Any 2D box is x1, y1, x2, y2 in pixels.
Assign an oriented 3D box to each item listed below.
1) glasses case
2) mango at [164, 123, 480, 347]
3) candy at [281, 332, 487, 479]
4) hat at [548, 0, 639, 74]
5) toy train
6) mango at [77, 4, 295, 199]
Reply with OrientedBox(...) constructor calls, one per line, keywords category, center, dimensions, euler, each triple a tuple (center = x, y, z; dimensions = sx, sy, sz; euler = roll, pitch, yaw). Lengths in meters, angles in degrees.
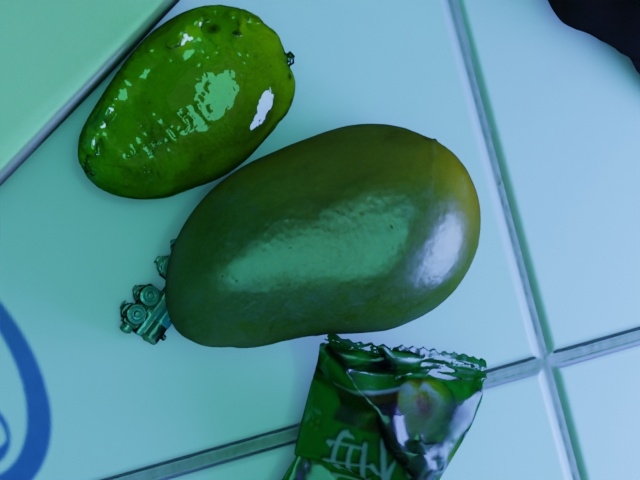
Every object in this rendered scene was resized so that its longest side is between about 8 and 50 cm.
OrientedBox(category="glasses case", center=(-0.238, -0.141, 1.384), dimensions=(0.144, 0.076, 0.336), euler=(45, 82, -5))
OrientedBox(category="mango", center=(0.000, 0.000, 1.403), dimensions=(0.251, 0.114, 0.156), euler=(-16, 92, -8))
OrientedBox(category="candy", center=(0.040, 0.169, 1.426), dimensions=(0.141, 0.078, 0.203), euler=(19, 102, -4))
OrientedBox(category="hat", center=(0.327, -0.210, 1.417), dimensions=(0.238, 0.209, 0.336), euler=(-43, 97, -11))
OrientedBox(category="toy train", center=(-0.116, 0.038, 1.426), dimensions=(0.045, 0.029, 0.092), euler=(39, 81, -15))
OrientedBox(category="mango", center=(-0.102, -0.100, 1.394), dimensions=(0.178, 0.100, 0.119), euler=(-36, 99, -4))
